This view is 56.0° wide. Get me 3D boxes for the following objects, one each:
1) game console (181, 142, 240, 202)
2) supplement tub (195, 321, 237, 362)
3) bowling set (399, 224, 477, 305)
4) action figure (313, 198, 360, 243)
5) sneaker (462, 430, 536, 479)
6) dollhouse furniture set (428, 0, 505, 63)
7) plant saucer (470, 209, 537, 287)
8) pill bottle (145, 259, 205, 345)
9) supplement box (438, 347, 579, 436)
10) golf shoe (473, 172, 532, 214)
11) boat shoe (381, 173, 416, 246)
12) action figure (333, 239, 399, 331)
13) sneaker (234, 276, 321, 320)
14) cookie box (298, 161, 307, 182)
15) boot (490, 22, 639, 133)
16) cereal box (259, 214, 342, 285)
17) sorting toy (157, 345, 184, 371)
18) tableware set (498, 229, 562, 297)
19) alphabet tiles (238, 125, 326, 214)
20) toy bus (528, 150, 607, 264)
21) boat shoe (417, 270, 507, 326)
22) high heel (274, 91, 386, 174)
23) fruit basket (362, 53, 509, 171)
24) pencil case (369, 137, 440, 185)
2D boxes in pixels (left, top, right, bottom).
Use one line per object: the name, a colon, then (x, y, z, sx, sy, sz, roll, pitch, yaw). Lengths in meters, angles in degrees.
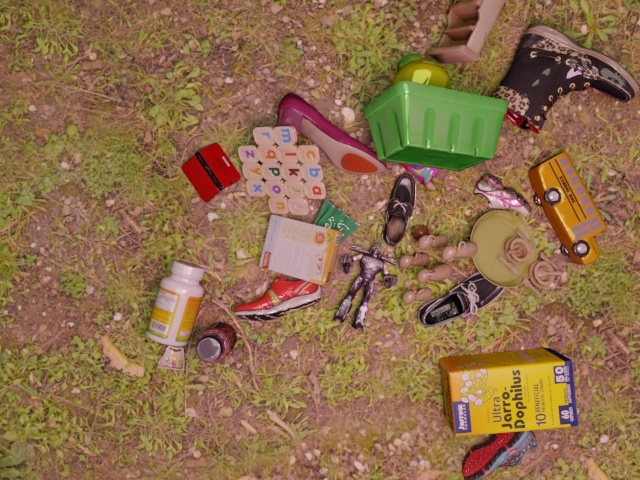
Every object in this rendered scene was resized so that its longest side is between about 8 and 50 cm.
game console: (-0.348, -0.217, 1.917, 0.124, 0.085, 0.144, -35, 90, -29)
supplement tub: (-0.319, 0.313, 1.831, 0.106, 0.198, 0.105, 0, 92, 1)
bowling set: (0.305, 0.049, 1.815, 0.199, 0.154, 0.287, 53, 126, 26)
action figure: (0.000, 0.000, 1.885, 0.137, 0.063, 0.232, 39, 99, -1)
sneaker: (0.558, 0.672, 1.854, 0.125, 0.104, 0.262, 38, 108, -22)
dollhouse furniture set: (0.319, -0.726, 1.731, 0.394, 0.362, 0.256, 26, 90, -29)
plant saucer: (0.553, 0.028, 1.845, 0.241, 0.037, 0.240, 5, 76, -20)
pill bottle: (-0.442, 0.191, 1.864, 0.137, 0.136, 0.245, 18, 91, 1)
supplement box: (0.555, 0.450, 1.808, 0.357, 0.195, 0.194, -6, 91, 2)
golf shoe: (0.567, -0.130, 1.871, 0.186, 0.067, 0.086, 35, 116, 2)
boat shoe: (0.250, -0.095, 1.869, 0.084, 0.079, 0.232, 15, 90, 3)
action figure: (0.139, 0.132, 1.867, 0.186, 0.099, 0.284, 20, 87, 10)
sneaker: (-0.138, 0.176, 1.888, 0.279, 0.107, 0.118, -16, 72, -1)
cookie box: (-0.047, -0.218, 1.869, 0.040, 0.092, 0.107, -32, 90, -1)
boot: (0.723, -0.449, 1.818, 0.377, 0.138, 0.284, 34, 91, 5)
cereal box: (-0.064, 0.028, 1.848, 0.240, 0.047, 0.172, 15, 92, 28)
sorting toy: (-0.467, 0.375, 1.917, 0.083, 0.045, 0.075, 8, 84, 2)
tableware set: (0.643, 0.066, 1.827, 0.194, 0.039, 0.128, 42, 68, -8)
alphabet tiles: (-0.116, -0.211, 1.828, 0.278, 0.021, 0.284, 3, 118, 27)
toy bus: (0.758, -0.094, 1.839, 0.130, 0.108, 0.332, -28, 89, 0)
boat shoe: (0.444, 0.177, 1.851, 0.307, 0.105, 0.113, -22, 90, 1)
high heel: (0.044, -0.338, 1.869, 0.377, 0.127, 0.181, 23, 55, -15)
fruit basket: (0.320, -0.403, 1.747, 0.392, 0.283, 0.391, 4, 81, -23)
pencil case: (0.266, -0.274, 1.854, 0.236, 0.104, 0.104, 39, 92, -1)
